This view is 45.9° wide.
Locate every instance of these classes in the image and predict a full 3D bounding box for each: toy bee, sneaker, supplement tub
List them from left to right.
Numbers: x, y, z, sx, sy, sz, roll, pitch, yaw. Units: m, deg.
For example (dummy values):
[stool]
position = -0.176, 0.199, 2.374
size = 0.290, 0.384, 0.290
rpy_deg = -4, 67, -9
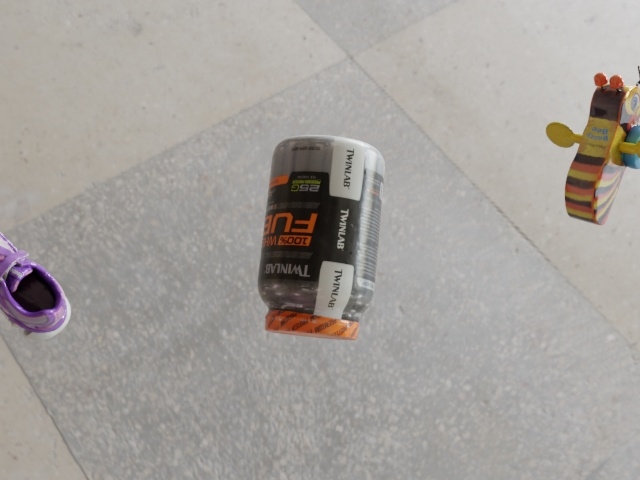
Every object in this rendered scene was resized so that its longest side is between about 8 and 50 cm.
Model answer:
[sneaker]
position = -0.431, 0.038, 1.013
size = 0.236, 0.104, 0.095
rpy_deg = 41, 64, -14
[supplement tub]
position = 0.000, 0.000, 1.337
size = 0.207, 0.207, 0.338
rpy_deg = 6, 80, -1
[toy bee]
position = 0.453, -0.186, 1.206
size = 0.195, 0.162, 0.298
rpy_deg = -6, 62, 36
